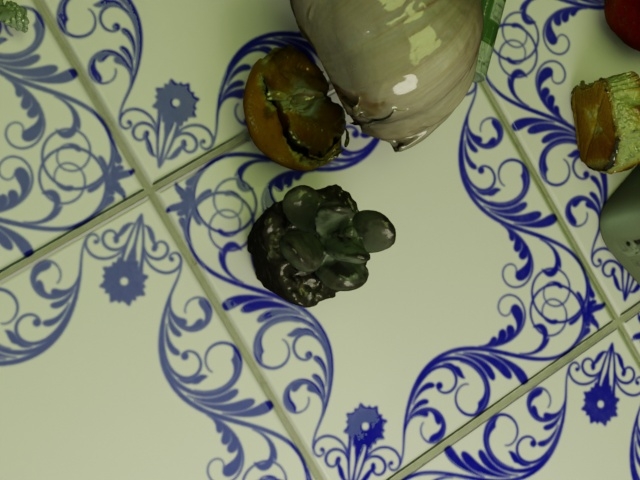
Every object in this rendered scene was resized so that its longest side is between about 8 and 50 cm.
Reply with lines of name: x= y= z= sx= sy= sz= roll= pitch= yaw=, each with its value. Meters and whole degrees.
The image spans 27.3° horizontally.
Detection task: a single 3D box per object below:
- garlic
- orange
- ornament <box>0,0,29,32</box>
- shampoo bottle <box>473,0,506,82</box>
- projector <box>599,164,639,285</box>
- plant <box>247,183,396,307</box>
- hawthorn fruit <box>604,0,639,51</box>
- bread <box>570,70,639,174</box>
garlic: x=0.079 y=-0.281 z=1.684 sx=0.241 sy=0.322 sz=0.322 roll=-16 pitch=90 yaw=-17
orange: x=-0.040 y=-0.164 z=1.723 sx=0.160 sy=0.112 sz=0.170 roll=41 pitch=31 yaw=-15
ornament: x=-0.412 y=-0.289 z=1.650 sx=0.092 sy=0.041 sz=0.068 roll=-5 pitch=80 yaw=-10
shampoo bottle: x=0.228 y=-0.327 z=1.861 sx=0.065 sy=0.065 sz=0.204 roll=19 pitch=79 yaw=-16
projector: x=0.585 y=-0.031 z=1.849 sx=0.248 sy=0.249 sz=0.248 roll=47 pitch=72 yaw=-9
plant: x=0.001 y=-0.001 z=1.638 sx=0.146 sy=0.274 sz=0.149 roll=-31 pitch=94 yaw=-13
hawthorn fruit: x=0.498 y=-0.342 z=1.883 sx=0.157 sy=0.194 sz=0.157 roll=-2 pitch=96 yaw=-17
bread: x=0.415 y=-0.166 z=1.869 sx=0.069 sy=0.128 sz=0.140 roll=-10 pitch=87 yaw=-15
